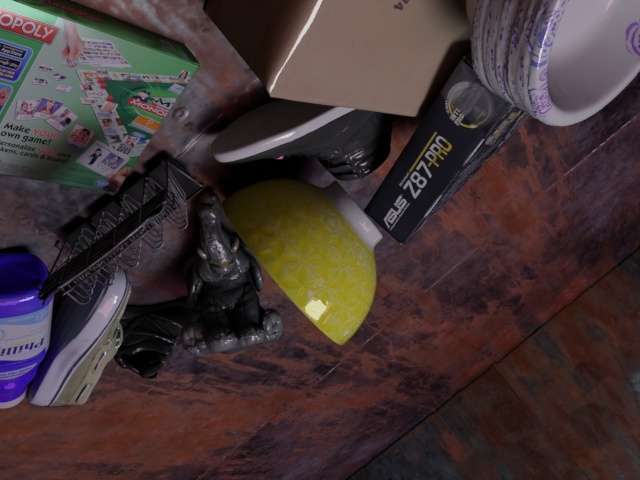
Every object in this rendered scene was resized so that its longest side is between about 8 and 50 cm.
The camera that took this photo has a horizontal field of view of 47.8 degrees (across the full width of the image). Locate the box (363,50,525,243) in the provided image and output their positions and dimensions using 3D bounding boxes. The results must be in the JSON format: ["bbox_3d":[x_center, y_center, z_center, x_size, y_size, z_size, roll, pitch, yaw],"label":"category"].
[{"bbox_3d":[0.260,-0.200,1.107,0.395,0.097,0.318,-40,170,-39],"label":"box"}]

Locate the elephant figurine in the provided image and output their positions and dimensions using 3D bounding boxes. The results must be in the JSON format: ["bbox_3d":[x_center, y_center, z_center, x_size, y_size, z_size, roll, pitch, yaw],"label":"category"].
[{"bbox_3d":[-0.154,0.060,1.179,0.186,0.239,0.169,-22,166,40],"label":"elephant figurine"}]

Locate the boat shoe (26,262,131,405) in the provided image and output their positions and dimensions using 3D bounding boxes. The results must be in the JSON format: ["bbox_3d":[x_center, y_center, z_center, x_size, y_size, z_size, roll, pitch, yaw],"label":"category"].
[{"bbox_3d":[-0.358,0.148,1.114,0.094,0.109,0.302,16,127,-36],"label":"boat shoe"}]

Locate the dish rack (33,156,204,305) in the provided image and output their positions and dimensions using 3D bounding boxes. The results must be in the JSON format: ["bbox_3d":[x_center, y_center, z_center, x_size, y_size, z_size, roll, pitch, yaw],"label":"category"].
[{"bbox_3d":[-0.247,-0.008,0.904,0.208,0.271,0.074,-38,110,3],"label":"dish rack"}]

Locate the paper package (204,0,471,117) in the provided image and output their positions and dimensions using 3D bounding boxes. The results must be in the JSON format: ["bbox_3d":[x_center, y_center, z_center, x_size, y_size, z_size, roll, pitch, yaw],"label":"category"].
[{"bbox_3d":[0.075,-0.326,0.839,0.310,0.168,0.324,-2,135,-45],"label":"paper package"}]

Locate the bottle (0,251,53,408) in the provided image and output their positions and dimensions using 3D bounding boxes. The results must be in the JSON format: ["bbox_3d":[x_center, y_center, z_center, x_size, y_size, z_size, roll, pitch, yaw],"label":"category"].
[{"bbox_3d":[-0.450,0.139,1.033,0.118,0.092,0.282,-8,141,-31],"label":"bottle"}]

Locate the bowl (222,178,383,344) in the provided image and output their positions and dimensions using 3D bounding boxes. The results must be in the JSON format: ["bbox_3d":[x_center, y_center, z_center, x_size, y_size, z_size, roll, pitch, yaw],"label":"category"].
[{"bbox_3d":[0.000,0.000,1.107,0.156,0.289,0.289,-41,150,3],"label":"bowl"}]

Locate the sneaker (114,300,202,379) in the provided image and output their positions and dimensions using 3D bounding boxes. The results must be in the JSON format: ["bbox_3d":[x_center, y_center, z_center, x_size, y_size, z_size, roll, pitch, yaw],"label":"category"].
[{"bbox_3d":[-0.265,0.173,1.241,0.228,0.130,0.087,2,135,-50],"label":"sneaker"}]

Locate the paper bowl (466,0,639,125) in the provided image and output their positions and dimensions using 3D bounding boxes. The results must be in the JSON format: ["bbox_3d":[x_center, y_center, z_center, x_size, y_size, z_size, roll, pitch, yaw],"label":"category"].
[{"bbox_3d":[0.272,-0.279,0.779,0.284,0.148,0.284,-29,142,-26],"label":"paper bowl"}]

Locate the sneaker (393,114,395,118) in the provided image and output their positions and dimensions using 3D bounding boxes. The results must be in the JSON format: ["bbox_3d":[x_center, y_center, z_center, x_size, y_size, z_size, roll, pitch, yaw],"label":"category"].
[{"bbox_3d":[0.085,-0.190,1.173,0.098,0.038,0.069,-32,149,-7],"label":"sneaker"}]

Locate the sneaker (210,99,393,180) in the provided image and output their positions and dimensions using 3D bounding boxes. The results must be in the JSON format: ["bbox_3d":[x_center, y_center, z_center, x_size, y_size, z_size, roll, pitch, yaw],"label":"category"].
[{"bbox_3d":[-0.009,-0.135,1.050,0.296,0.104,0.146,-25,130,-19],"label":"sneaker"}]

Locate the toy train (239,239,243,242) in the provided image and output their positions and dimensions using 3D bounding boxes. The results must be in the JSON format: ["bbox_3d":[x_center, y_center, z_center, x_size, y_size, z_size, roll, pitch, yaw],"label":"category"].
[{"bbox_3d":[-0.075,-0.027,1.256,0.158,0.027,0.036,-33,138,-3],"label":"toy train"}]

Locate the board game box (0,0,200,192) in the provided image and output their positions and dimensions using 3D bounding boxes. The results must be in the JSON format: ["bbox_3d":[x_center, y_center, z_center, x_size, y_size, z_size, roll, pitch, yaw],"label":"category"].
[{"bbox_3d":[-0.313,-0.163,0.791,0.317,0.046,0.213,8,128,-51],"label":"board game box"}]
